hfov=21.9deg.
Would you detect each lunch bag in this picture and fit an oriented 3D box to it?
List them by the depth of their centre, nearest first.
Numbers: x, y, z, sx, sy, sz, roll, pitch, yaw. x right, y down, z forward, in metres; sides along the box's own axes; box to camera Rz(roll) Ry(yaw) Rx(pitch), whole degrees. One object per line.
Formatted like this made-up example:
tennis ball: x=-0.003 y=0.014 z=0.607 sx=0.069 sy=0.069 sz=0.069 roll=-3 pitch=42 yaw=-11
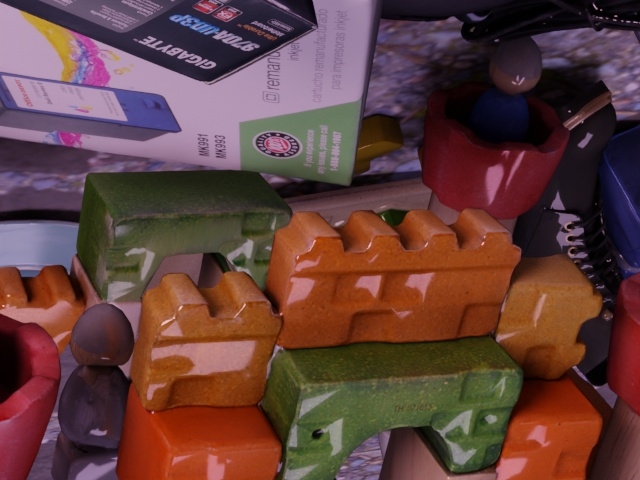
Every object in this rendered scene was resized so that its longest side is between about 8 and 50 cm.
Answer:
lunch bag: x=0.212 y=-0.022 z=1.113 sx=0.067 sy=0.098 sz=0.065 roll=-20 pitch=168 yaw=-33

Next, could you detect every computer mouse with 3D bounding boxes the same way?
computer mouse: x=0.088 y=-0.124 z=0.751 sx=0.184 sy=0.060 sz=0.262 roll=-1 pitch=169 yaw=34

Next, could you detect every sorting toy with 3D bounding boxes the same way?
sorting toy: x=0.000 y=0.000 z=1.129 sx=0.229 sy=0.041 sz=0.307 roll=-5 pitch=159 yaw=-19

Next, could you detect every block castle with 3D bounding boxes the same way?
block castle: x=-0.028 y=0.028 z=0.814 sx=0.453 sy=0.303 sz=0.212 roll=-2 pitch=121 yaw=-26

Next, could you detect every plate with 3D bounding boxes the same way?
plate: x=-0.211 y=0.033 z=1.106 sx=0.188 sy=0.024 sz=0.188 roll=-8 pitch=159 yaw=-3

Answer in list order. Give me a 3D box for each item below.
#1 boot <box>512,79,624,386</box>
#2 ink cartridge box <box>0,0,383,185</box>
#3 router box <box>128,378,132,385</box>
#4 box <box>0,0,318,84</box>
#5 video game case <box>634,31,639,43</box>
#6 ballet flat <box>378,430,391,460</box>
boot: x=0.176 y=-0.002 z=1.059 sx=0.077 sy=0.137 sz=0.198 roll=-31 pitch=162 yaw=-23
ink cartridge box: x=-0.082 y=-0.104 z=0.645 sx=0.212 sy=0.093 sz=0.154 roll=10 pitch=156 yaw=1
router box: x=-0.105 y=0.125 z=1.400 sx=0.092 sy=0.038 sz=0.122 roll=5 pitch=154 yaw=-38
box: x=-0.096 y=-0.156 z=0.472 sx=0.051 sy=0.175 sz=0.220 roll=-24 pitch=157 yaw=30
video game case: x=0.287 y=-0.175 z=0.862 sx=0.274 sy=0.026 sz=0.196 roll=-19 pitch=159 yaw=15
ballet flat: x=0.118 y=0.078 z=1.318 sx=0.139 sy=0.139 sz=0.400 roll=1 pitch=152 yaw=-31
